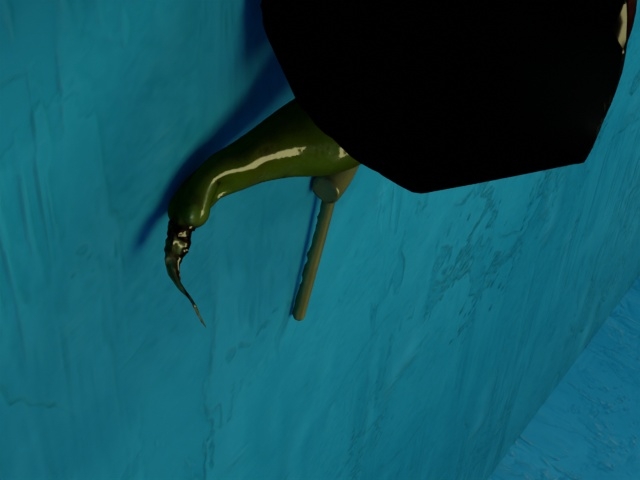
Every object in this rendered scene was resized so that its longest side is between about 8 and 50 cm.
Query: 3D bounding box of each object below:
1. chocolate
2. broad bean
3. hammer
[{"bbox_3d":[0.115,-0.196,1.078,0.186,0.284,0.283,-46,156,-47],"label":"chocolate"},{"bbox_3d":[0.003,-0.069,1.170,0.318,0.098,0.056,-38,-169,-15],"label":"broad bean"},{"bbox_3d":[0.000,0.000,1.431,0.060,0.028,0.195,-49,162,-45],"label":"hammer"}]
